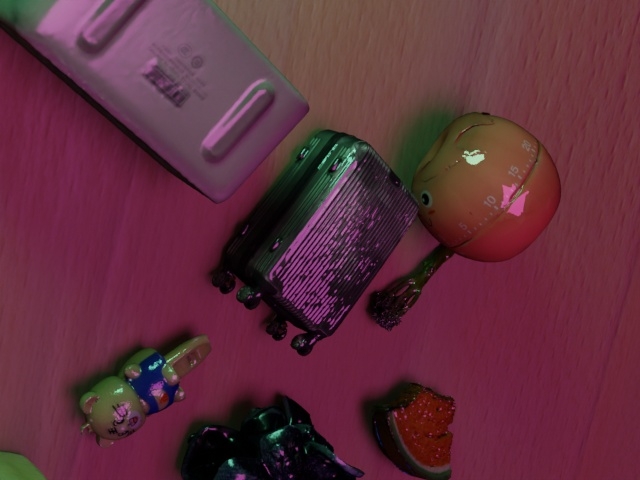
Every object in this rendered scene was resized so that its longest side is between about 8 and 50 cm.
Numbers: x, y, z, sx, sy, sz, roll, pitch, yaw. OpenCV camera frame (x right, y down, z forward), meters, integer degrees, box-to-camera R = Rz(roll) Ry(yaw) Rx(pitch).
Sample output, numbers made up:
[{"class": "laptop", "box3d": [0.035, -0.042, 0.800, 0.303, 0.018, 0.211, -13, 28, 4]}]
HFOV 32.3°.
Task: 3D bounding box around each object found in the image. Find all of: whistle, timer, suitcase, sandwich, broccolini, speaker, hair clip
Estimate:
[{"class": "whistle", "box3d": [-0.248, 0.210, 1.579, 0.227, 0.085, 0.105, -34, 134, -25]}, {"class": "timer", "box3d": [0.262, -0.085, 1.772, 0.215, 0.229, 0.230, 41, 77, -6]}, {"class": "suitcase", "box3d": [0.000, 0.000, 1.668, 0.312, 0.128, 0.202, -53, 130, -11]}, {"class": "sandwich", "box3d": [0.159, 0.334, 1.962, 0.235, 0.079, 0.159, 28, 78, -45]}, {"class": "broccolini", "box3d": [0.161, 0.063, 1.885, 0.216, 0.058, 0.067, -49, 133, -27]}, {"class": "speaker", "box3d": [-0.213, -0.230, 1.385, 0.184, 0.183, 0.406, -51, 130, -4]}, {"class": "hair clip", "box3d": [-0.058, 0.376, 1.732, 0.206, 0.194, 0.310, -48, 131, -5]}]

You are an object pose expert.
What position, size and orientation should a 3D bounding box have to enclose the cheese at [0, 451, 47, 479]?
[{"class": "cheese", "box3d": [-0.406, 0.430, 1.415, 0.123, 0.265, 0.243, 18, 95, -39]}]
